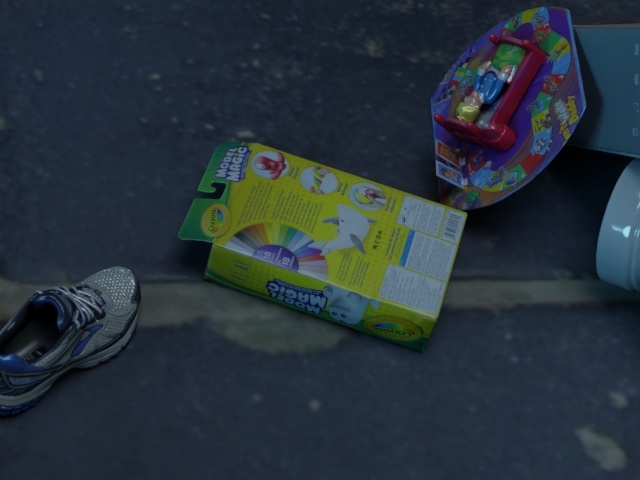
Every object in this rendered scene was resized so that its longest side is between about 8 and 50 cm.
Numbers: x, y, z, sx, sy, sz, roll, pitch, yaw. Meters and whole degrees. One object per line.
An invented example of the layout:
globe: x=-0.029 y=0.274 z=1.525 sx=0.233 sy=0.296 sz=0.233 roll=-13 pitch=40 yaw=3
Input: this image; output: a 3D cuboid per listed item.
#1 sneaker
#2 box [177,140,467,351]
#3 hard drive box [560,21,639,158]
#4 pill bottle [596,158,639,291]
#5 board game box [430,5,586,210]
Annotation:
sneaker: x=-0.156 y=0.052 z=1.034 sx=0.052 sy=0.058 sz=0.135 roll=34 pitch=49 yaw=16
box: x=0.000 y=0.000 z=1.132 sx=0.179 sy=0.043 sz=0.105 roll=20 pitch=48 yaw=1
hard drive box: x=0.278 y=-0.109 z=1.183 sx=0.181 sy=0.089 sz=0.232 roll=-5 pitch=8 yaw=-19
pill bottle: x=0.301 y=0.015 z=1.121 sx=0.216 sy=0.121 sz=0.121 roll=17 pitch=45 yaw=25
board game box: x=0.121 y=-0.104 z=1.196 sx=0.033 sy=0.133 sz=0.168 roll=33 pitch=39 yaw=-33
